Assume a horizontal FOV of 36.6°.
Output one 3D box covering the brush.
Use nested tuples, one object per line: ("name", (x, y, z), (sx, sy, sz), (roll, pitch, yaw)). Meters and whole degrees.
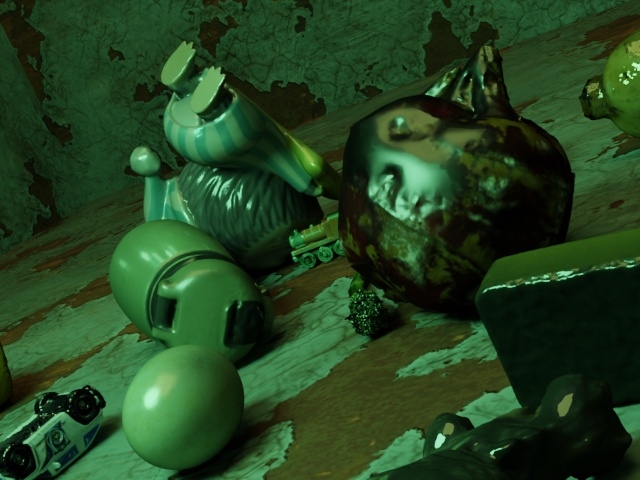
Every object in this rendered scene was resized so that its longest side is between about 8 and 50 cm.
("brush", (0.221, 0.061, 0.719), (0.197, 0.123, 0.059), (-15, 20, 37))

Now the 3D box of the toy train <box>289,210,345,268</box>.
("toy train", (0.000, 0.000, 1.470), (0.103, 0.064, 0.044), (-22, 15, 9))

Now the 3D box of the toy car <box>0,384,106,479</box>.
("toy car", (-0.316, 0.228, 1.117), (0.080, 0.070, 0.170), (-13, 19, 40))

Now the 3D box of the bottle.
("bottle", (-0.176, 0.072, 1.300), (0.168, 0.169, 0.347), (-28, 18, -15))

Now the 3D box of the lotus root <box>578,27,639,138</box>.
("lotus root", (0.487, -0.224, 1.286), (0.284, 0.160, 0.146), (-16, 21, 19))

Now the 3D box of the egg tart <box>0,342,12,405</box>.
("egg tart", (-0.555, 0.190, 1.441), (0.147, 0.203, 0.202), (-21, 10, -30))

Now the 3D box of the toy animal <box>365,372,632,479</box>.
("toy animal", (0.070, 0.180, 0.570), (0.168, 0.106, 0.343), (-17, 12, 32))

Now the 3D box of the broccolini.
("broccolini", (0.054, 0.069, 1.176), (0.054, 0.051, 0.239), (1, 8, 0))

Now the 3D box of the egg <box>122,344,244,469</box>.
("egg", (-0.133, 0.162, 0.959), (0.114, 0.114, 0.152), (-19, 10, 22))

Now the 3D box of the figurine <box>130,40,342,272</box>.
("figurine", (-0.180, -0.048, 1.514), (0.378, 0.361, 0.266), (-52, 46, 1))

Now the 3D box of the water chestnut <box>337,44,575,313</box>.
("water chestnut", (0.144, -0.058, 1.059), (0.289, 0.244, 0.289), (-26, 13, 6))
